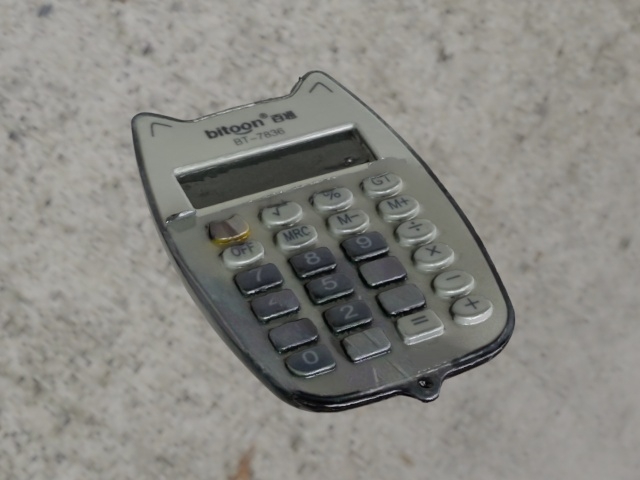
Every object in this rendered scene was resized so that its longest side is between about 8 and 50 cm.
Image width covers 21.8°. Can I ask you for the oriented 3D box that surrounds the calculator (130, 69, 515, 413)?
[{"bbox_3d":[0.000,0.000,0.978,0.177,0.268,0.040,-16,136,-21],"label":"calculator"}]
